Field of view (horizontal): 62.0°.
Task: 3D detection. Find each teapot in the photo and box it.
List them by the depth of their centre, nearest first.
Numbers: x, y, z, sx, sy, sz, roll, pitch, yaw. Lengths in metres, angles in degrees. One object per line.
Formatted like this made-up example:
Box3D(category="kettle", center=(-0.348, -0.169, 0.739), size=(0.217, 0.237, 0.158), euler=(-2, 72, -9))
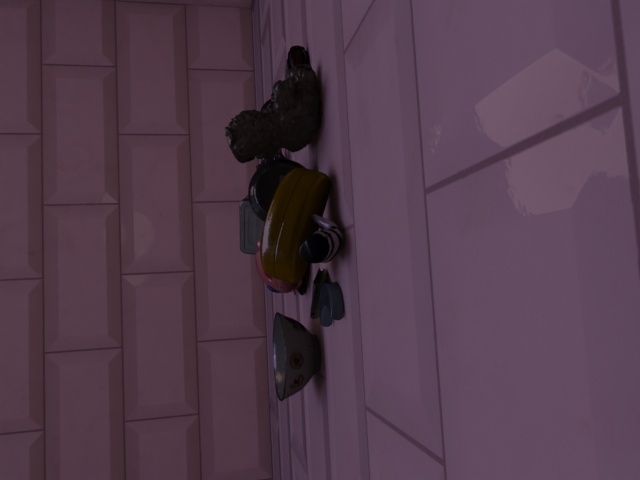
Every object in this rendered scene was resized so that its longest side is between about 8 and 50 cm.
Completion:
Box3D(category="teapot", center=(-0.161, -0.184, 2.082), size=(0.344, 0.253, 0.301), euler=(142, 112, -81))

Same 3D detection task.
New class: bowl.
Box3D(category="bowl", center=(-0.091, 0.444, 2.074), size=(0.337, 0.157, 0.338), euler=(179, 90, -77))

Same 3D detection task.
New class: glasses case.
Box3D(category="glasses case", center=(-0.093, -0.055, 1.717), size=(0.173, 0.141, 0.372), euler=(17, -91, -69))

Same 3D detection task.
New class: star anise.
Box3D(category="star anise", center=(-0.259, -0.321, 2.659), size=(0.331, 0.117, 0.332), euler=(23, -90, -79))

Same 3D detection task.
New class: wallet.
Box3D(category="wallet", center=(-0.005, 0.184, 1.865), size=(0.110, 0.039, 0.155), euler=(-71, -10, -55))
Box3D(category="wallet", center=(-0.087, 0.115, 2.235), size=(0.137, 0.031, 0.255), euler=(53, 151, 37))

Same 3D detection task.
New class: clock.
Box3D(category="clock", center=(-0.169, 0.112, 2.204), size=(0.241, 0.142, 0.227), euler=(28, 132, 58))

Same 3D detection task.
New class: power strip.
Box3D(category="power strip", center=(0.029, 0.207, 1.740), size=(0.216, 0.044, 0.137), euler=(129, 138, -72))

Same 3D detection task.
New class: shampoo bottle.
Box3D(category="shampoo bottle", center=(-0.110, -0.621, 2.158), size=(0.323, 0.083, 0.129), euler=(109, 159, -60))

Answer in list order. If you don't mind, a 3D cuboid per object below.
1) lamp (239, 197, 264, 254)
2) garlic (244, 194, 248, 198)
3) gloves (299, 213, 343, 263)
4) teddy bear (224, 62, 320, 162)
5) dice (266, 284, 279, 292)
Box3D(category="lamp", center=(-0.240, -0.055, 2.448), size=(0.047, 0.266, 0.269), euler=(-69, -17, -65))
Box3D(category="garlic", center=(-0.254, -0.154, 2.543), size=(0.160, 0.244, 0.245), euler=(-117, 27, -67))
Box3D(category="gloves", center=(0.014, 0.001, 1.643), size=(0.218, 0.131, 0.140), euler=(-25, -51, -64))
Box3D(category="teddy bear", center=(-0.178, -0.418, 1.862), size=(0.225, 0.367, 0.358), euler=(58, 145, 28))
Box3D(category="dice", center=(-0.188, 0.152, 2.517), size=(0.146, 0.142, 0.147), euler=(-116, 23, -60))
